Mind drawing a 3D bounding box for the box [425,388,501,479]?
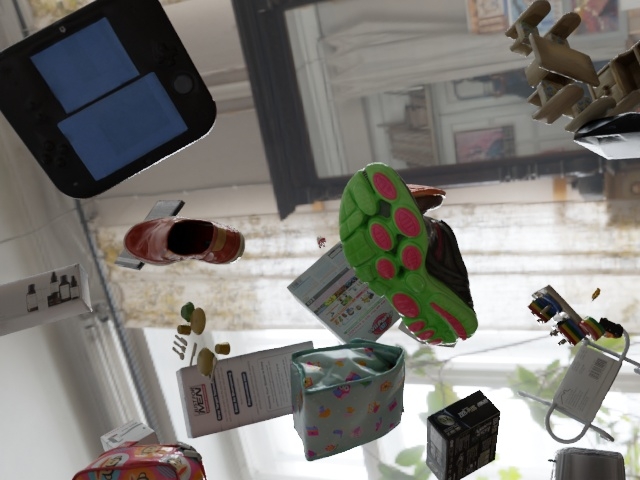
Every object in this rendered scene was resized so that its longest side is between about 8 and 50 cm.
[{"bbox_3d":[0.316,0.443,1.521,0.147,0.077,0.180,-22,-50,-19],"label":"box"}]

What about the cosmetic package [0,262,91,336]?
[{"bbox_3d":[-0.624,0.131,1.470,0.060,0.238,0.099,81,171,-57],"label":"cosmetic package"}]

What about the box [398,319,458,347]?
[{"bbox_3d":[0.371,0.285,2.246,0.275,0.113,0.094,18,-79,-56],"label":"box"}]

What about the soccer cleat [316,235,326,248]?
[{"bbox_3d":[0.000,0.000,2.100,0.083,0.029,0.036,87,160,-74],"label":"soccer cleat"}]

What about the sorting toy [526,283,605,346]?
[{"bbox_3d":[0.480,0.162,1.397,0.132,0.046,0.274,49,176,11],"label":"sorting toy"}]

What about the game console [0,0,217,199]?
[{"bbox_3d":[-0.444,-0.298,1.414,0.342,0.386,0.060,63,176,-32],"label":"game console"}]

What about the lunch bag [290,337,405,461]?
[{"bbox_3d":[0.071,0.352,1.550,0.160,0.262,0.224,-123,27,-56],"label":"lunch bag"}]

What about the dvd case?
[{"bbox_3d":[-0.468,-0.018,1.864,0.018,0.164,0.221,42,-112,-31],"label":"dvd case"}]

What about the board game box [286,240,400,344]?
[{"bbox_3d":[0.080,0.158,1.940,0.224,0.303,0.098,-41,-48,-10],"label":"board game box"}]

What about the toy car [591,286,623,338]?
[{"bbox_3d":[0.662,0.174,1.579,0.041,0.060,0.122,102,177,-55],"label":"toy car"}]

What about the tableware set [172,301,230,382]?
[{"bbox_3d":[-0.203,0.169,1.165,0.024,0.154,0.104,6,-79,-40],"label":"tableware set"}]

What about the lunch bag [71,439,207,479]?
[{"bbox_3d":[-0.284,0.507,1.188,0.120,0.258,0.293,-23,-77,-75],"label":"lunch bag"}]

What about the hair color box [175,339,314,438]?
[{"bbox_3d":[-0.175,0.373,1.720,0.105,0.347,0.174,143,117,-66],"label":"hair color box"}]

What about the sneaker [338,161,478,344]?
[{"bbox_3d":[0.181,0.021,1.413,0.483,0.185,0.202,57,-152,-36],"label":"sneaker"}]

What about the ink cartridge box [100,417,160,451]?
[{"bbox_3d":[-0.453,0.485,1.627,0.099,0.135,0.056,-26,-74,-32],"label":"ink cartridge box"}]

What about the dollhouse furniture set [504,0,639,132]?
[{"bbox_3d":[0.484,-0.317,1.201,0.242,0.161,0.212,10,-124,-25],"label":"dollhouse furniture set"}]

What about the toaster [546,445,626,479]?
[{"bbox_3d":[0.718,0.630,1.807,0.129,0.226,0.147,72,-156,-69],"label":"toaster"}]

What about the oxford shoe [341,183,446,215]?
[{"bbox_3d":[0.181,-0.065,1.662,0.363,0.129,0.133,-12,-75,-44],"label":"oxford shoe"}]

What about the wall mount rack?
[{"bbox_3d":[0.696,0.379,1.858,0.130,0.304,0.350,37,-99,-45],"label":"wall mount rack"}]

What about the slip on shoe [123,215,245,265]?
[{"bbox_3d":[-0.327,-0.005,1.549,0.101,0.331,0.123,33,-115,-56],"label":"slip on shoe"}]

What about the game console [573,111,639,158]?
[{"bbox_3d":[0.623,-0.146,1.169,0.361,0.213,0.044,15,-96,-33],"label":"game console"}]
